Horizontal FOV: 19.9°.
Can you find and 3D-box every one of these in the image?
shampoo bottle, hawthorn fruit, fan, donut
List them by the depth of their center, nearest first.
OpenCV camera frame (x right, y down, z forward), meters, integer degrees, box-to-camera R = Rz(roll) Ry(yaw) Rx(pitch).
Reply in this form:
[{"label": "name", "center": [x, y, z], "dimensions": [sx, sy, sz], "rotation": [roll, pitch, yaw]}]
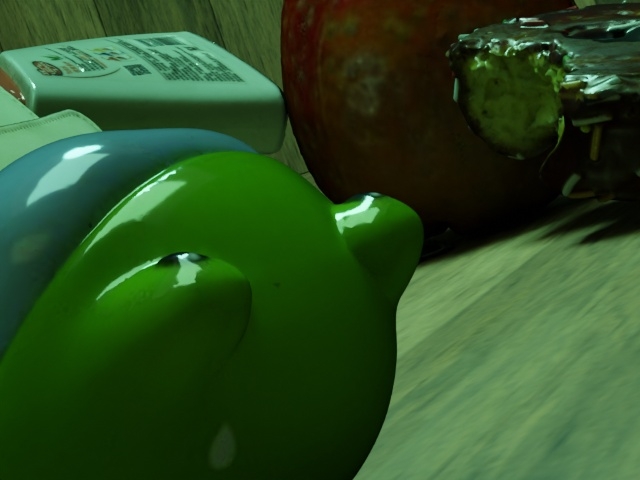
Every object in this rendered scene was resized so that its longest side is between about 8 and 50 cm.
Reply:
[{"label": "donut", "center": [0.202, -0.093, 1.189], "dimensions": [0.216, 0.096, 0.230], "rotation": [-16, 22, -32]}, {"label": "shampoo bottle", "center": [-0.181, -0.096, 1.318], "dimensions": [0.284, 0.071, 0.153], "rotation": [-11, 31, -34]}, {"label": "hawthorn fruit", "center": [0.087, -0.128, 1.382], "dimensions": [0.258, 0.262, 0.258], "rotation": [-21, -8, -3]}, {"label": "fan", "center": [0.025, 0.020, 1.413], "dimensions": [0.132, 0.009, 0.220], "rotation": [-17, 5, -12]}]

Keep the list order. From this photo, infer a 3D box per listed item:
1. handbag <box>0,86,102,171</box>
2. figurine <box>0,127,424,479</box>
[{"label": "handbag", "center": [-0.201, 0.015, 1.009], "dimensions": [0.160, 0.236, 0.358], "rotation": [-53, -2, 11]}, {"label": "figurine", "center": [-0.078, 0.059, 0.615], "dimensions": [0.162, 0.143, 0.263], "rotation": [-12, -19, -46]}]
